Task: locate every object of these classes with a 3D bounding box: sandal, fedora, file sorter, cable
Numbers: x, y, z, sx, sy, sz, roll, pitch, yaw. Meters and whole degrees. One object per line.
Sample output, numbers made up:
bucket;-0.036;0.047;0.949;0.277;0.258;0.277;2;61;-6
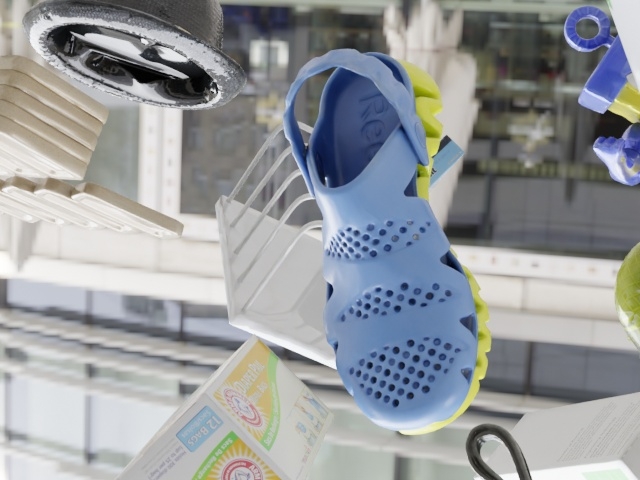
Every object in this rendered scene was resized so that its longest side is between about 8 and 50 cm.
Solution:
sandal;0.036;-0.013;0.946;0.126;0.317;0.138;-20;154;18
fedora;-0.260;-0.319;1.896;0.334;0.152;0.334;10;162;3
file sorter;0.000;0.000;1.635;0.193;0.173;0.277;26;-155;-23
cable;0.256;0.337;1.556;0.139;0.287;0.072;-23;148;16

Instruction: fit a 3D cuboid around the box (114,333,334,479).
box;-0.073;0.169;1.049;0.103;0.114;0.203;45;-168;-1

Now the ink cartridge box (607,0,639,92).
ink cartridge box;0.260;-0.185;0.700;0.219;0.160;0.092;-40;-141;-9

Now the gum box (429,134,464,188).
gum box;0.115;-0.056;1.864;0.157;0.041;0.184;-43;176;-29

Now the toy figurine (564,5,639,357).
toy figurine;0.283;-0.106;1.099;0.217;0.362;0.191;33;-179;0

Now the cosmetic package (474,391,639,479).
cosmetic package;0.409;0.341;1.825;0.155;0.197;0.365;-44;-174;-28

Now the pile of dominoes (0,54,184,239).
pile of dominoes;-0.209;-0.063;0.699;0.251;0.040;0.196;7;162;43
